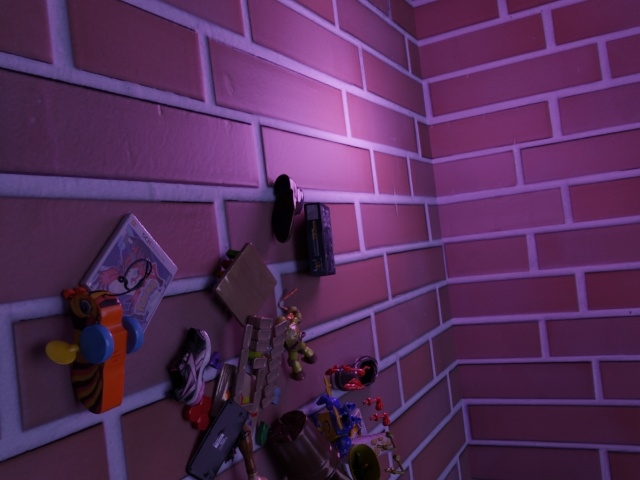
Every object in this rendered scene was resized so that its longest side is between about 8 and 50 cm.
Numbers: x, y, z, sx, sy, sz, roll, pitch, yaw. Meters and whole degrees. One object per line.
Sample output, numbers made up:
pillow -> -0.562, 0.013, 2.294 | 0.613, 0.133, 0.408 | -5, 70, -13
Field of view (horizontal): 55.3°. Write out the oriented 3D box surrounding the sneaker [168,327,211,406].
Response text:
sneaker -> -0.300, 0.280, 1.381 | 0.077, 0.072, 0.178 | 24, 53, -40

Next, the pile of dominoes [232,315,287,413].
pile of dominoes -> -0.169, 0.323, 1.591 | 0.196, 0.040, 0.251 | 15, 84, -61

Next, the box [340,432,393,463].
box -> 0.157, 0.689, 2.036 | 0.324, 0.063, 0.067 | 21, 63, -59

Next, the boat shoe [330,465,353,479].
boat shoe -> 0.018, 0.716, 1.882 | 0.257, 0.095, 0.095 | 53, 5, -40

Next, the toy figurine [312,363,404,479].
toy figurine -> 0.076, 0.582, 1.857 | 0.191, 0.217, 0.363 | -1, 59, -37

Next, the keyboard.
keyboard -> -0.238, 0.481, 1.451 | 0.100, 0.038, 0.192 | 43, 59, -20

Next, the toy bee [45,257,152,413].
toy bee -> -0.410, 0.158, 1.145 | 0.298, 0.162, 0.195 | -65, 155, -7

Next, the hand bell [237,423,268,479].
hand bell -> -0.174, 0.561, 1.513 | 0.126, 0.126, 0.242 | -13, 89, -62

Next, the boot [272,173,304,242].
boot -> -0.086, -0.085, 1.860 | 0.106, 0.082, 0.219 | 30, 55, -54

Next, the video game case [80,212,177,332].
video game case -> -0.396, 0.075, 1.293 | 0.183, 0.023, 0.201 | 59, 36, -37

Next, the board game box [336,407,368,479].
board game box -> 0.118, 0.753, 2.076 | 0.193, 0.053, 0.305 | -48, 125, -55

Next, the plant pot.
plant pot -> -0.055, 0.572, 1.689 | 0.165, 0.167, 0.167 | 61, 34, -23

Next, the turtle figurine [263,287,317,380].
turtle figurine -> -0.078, 0.284, 1.778 | 0.217, 0.087, 0.269 | 65, 32, -30

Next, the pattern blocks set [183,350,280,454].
pattern blocks set -> -0.210, 0.404, 1.555 | 0.325, 0.026, 0.285 | 58, 41, -41

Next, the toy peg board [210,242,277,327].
toy peg board -> -0.215, 0.114, 1.594 | 0.161, 0.079, 0.161 | -57, 134, -30

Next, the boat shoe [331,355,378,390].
boat shoe -> 0.151, 0.474, 2.161 | 0.335, 0.095, 0.112 | 6, 78, -62

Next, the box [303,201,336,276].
box -> 0.000, 0.000, 1.979 | 0.183, 0.059, 0.233 | 9, 76, -79
